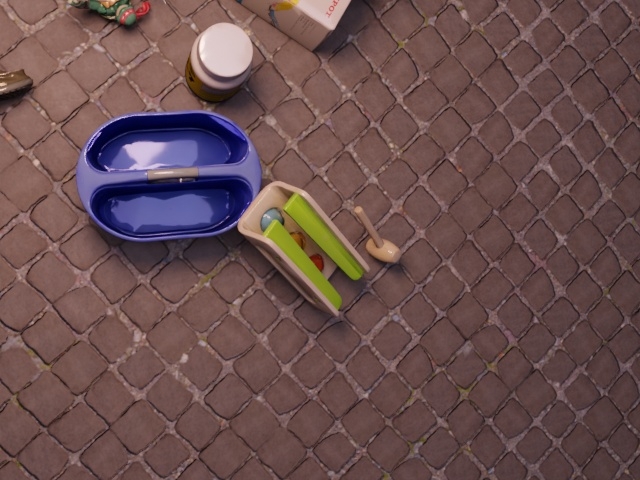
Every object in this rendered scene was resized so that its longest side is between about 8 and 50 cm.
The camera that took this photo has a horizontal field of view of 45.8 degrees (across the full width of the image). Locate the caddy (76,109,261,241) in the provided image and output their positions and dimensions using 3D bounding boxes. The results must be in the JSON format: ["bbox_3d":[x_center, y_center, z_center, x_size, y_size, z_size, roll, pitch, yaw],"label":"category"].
[{"bbox_3d":[-0.287,-0.121,1.447,0.341,0.179,0.241,-6,91,-15],"label":"caddy"}]

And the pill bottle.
[{"bbox_3d":[-0.195,-0.341,1.458,0.119,0.208,0.119,0,89,-15],"label":"pill bottle"}]

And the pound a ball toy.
[{"bbox_3d":[0.000,0.000,1.515,0.208,0.136,0.319,-54,133,-14],"label":"pound a ball toy"}]

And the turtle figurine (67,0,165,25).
[{"bbox_3d":[-0.418,-0.488,1.451,0.234,0.118,0.175,44,63,6],"label":"turtle figurine"}]

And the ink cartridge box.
[{"bbox_3d":[-0.051,-0.528,1.518,0.233,0.168,0.171,32,82,-12],"label":"ink cartridge box"}]

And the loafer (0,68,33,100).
[{"bbox_3d":[-0.664,-0.299,1.394,0.251,0.094,0.087,-8,95,-14],"label":"loafer"}]
